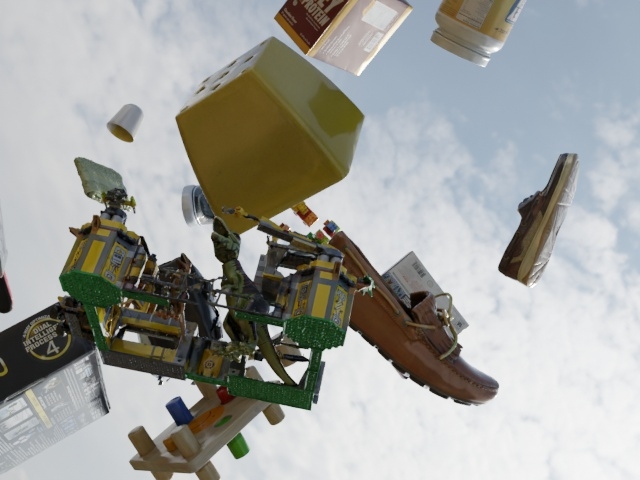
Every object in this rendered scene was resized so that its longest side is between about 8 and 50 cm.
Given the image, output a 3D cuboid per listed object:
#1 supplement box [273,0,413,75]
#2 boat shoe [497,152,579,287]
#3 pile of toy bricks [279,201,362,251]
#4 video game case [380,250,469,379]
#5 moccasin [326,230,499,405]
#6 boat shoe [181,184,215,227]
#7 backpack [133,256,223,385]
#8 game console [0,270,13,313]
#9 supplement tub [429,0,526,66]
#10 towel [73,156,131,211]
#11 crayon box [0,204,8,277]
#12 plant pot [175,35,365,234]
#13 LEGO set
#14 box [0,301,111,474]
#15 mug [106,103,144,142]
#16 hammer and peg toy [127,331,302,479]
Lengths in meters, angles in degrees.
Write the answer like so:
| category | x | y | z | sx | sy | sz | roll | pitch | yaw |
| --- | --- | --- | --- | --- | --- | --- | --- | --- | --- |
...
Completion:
| category | x | y | z | sx | sy | sz | roll | pitch | yaw |
| --- | --- | --- | --- | --- | --- | --- | --- | --- | --- |
| supplement box | 0.049 | -0.473 | 1.728 | 0.191 | 0.194 | 0.129 | -48 | -118 | 23 |
| boat shoe | 0.438 | -0.049 | 1.670 | 0.092 | 0.103 | 0.285 | 21 | -88 | 30 |
| pile of toy bricks | 0.000 | 0.000 | 1.872 | 0.212 | 0.118 | 0.105 | 45 | -13 | -2 |
| video game case | 0.209 | 0.178 | 1.989 | 0.232 | 0.210 | 0.042 | 52 | -14 | -2 |
| moccasin | 0.149 | 0.131 | 1.372 | 0.380 | 0.147 | 0.139 | 40 | 5 | 1 |
| boat shoe | -0.268 | -0.085 | 2.127 | 0.306 | 0.105 | 0.113 | 26 | 58 | -78 |
| backpack | -0.348 | 0.221 | 2.061 | 0.355 | 0.273 | 0.290 | 49 | 22 | -81 |
| game console | -0.960 | 0.044 | 1.984 | 0.060 | 0.387 | 0.342 | -87 | 168 | -72 |
| supplement tub | 0.306 | -0.447 | 1.573 | 0.144 | 0.144 | 0.199 | 40 | -65 | 35 |
| towel | -0.471 | -0.123 | 1.804 | 0.148 | 0.027 | 0.110 | 24 | 36 | -61 |
| crayon box | -0.781 | -0.026 | 1.593 | 0.081 | 0.319 | 0.202 | -105 | -161 | -52 |
| plant pot | -0.083 | -0.165 | 1.201 | 0.212 | 0.212 | 0.187 | -26 | -66 | 24 |
| LEGO set | -0.101 | 0.033 | 0.891 | 0.331 | 0.192 | 0.255 | 6 | -36 | 9 |
| box | -0.468 | 0.254 | 1.189 | 0.097 | 0.318 | 0.395 | 54 | -21 | 13 |
| mug | -0.390 | -0.239 | 1.672 | 0.062 | 0.064 | 0.078 | 34 | -25 | -17 |
| hammer and peg toy | -0.192 | 0.337 | 1.653 | 0.266 | 0.361 | 0.127 | -17 | -73 | 50 |
